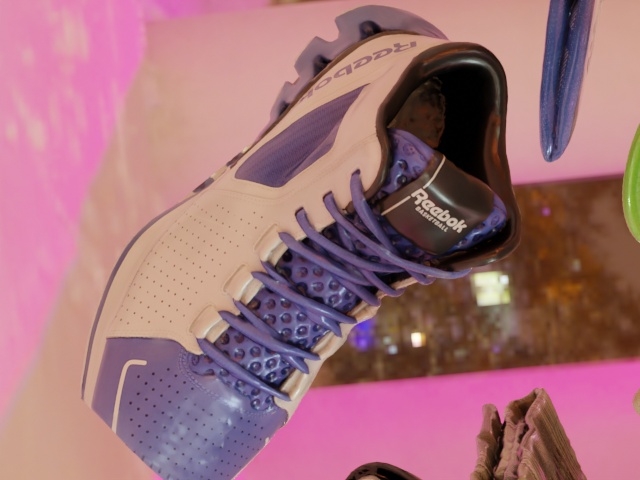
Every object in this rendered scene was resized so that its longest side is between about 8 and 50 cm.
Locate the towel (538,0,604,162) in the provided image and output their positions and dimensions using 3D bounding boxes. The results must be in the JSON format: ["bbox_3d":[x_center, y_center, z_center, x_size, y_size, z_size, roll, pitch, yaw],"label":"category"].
[{"bbox_3d":[0.167,-0.212,0.955,0.285,0.034,0.209,-70,166,-44],"label":"towel"}]

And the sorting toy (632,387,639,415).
[{"bbox_3d":[0.377,0.167,1.333,0.229,0.307,0.041,42,2,-4],"label":"sorting toy"}]

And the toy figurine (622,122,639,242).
[{"bbox_3d":[0.315,-0.046,1.047,0.173,0.159,0.130,-39,133,-30],"label":"toy figurine"}]

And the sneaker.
[{"bbox_3d":[0.001,-0.001,0.866,0.315,0.127,0.182,-55,-158,-8],"label":"sneaker"}]

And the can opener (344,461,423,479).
[{"bbox_3d":[-0.019,0.141,0.646,0.073,0.186,0.059,64,24,-18],"label":"can opener"}]

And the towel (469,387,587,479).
[{"bbox_3d":[0.150,0.239,0.807,0.324,0.056,0.312,66,10,2],"label":"towel"}]
